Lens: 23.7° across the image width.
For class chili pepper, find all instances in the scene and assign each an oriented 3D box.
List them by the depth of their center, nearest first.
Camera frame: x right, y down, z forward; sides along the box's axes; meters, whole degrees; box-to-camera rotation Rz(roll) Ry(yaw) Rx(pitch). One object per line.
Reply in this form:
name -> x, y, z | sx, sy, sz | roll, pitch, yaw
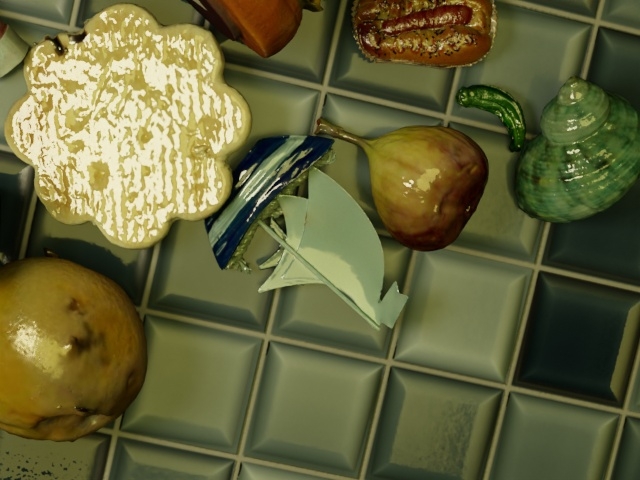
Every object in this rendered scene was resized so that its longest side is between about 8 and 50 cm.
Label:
chili pepper -> 0.231, -0.170, 1.998 | 0.118, 0.035, 0.055 | 39, 103, -18

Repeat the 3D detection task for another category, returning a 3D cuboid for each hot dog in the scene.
hot dog -> 0.133, -0.276, 1.963 | 0.191, 0.059, 0.108 | 0, 89, -4

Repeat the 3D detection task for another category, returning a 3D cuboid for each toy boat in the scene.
toy boat -> -0.029, 0.008, 1.960 | 0.210, 0.070, 0.292 | -24, 99, 13

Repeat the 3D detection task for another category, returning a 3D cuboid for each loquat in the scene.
loquat -> -0.333, 0.126, 1.879 | 0.243, 0.244, 0.244 | -1, 96, -6

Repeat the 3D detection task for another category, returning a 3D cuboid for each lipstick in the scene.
lipstick -> -0.444, -0.282, 1.868 | 0.063, 0.057, 0.186 | -31, 120, 21

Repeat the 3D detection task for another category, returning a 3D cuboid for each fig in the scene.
fig -> 0.103, -0.093, 1.933 | 0.230, 0.143, 0.160 | 34, 96, -9

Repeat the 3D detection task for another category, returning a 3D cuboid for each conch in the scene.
conch -> 0.336, -0.116, 1.972 | 0.175, 0.122, 0.188 | 0, 93, 18

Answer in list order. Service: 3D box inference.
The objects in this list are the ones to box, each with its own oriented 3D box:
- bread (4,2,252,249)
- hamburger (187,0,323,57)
bread -> -0.238, -0.146, 1.918 | 0.316, 0.054, 0.316 | 0, 93, 5
hamburger -> -0.086, -0.396, 1.798 | 0.250, 0.330, 0.330 | -45, 99, -2
